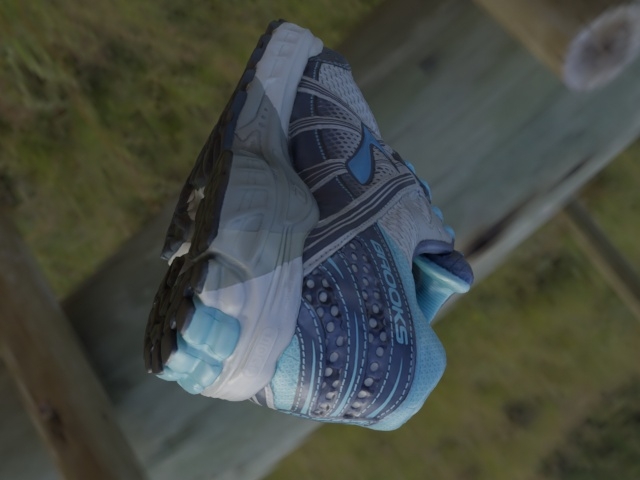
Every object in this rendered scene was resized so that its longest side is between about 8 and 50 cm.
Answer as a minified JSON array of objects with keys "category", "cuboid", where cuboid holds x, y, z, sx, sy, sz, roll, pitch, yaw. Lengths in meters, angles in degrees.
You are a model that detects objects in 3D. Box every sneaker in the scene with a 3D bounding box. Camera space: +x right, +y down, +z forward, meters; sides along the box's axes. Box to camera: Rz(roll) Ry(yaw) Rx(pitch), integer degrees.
[{"category":"sneaker","cuboid":[0.000,0.000,0.842,0.122,0.283,0.110,25,116,-9]}]
